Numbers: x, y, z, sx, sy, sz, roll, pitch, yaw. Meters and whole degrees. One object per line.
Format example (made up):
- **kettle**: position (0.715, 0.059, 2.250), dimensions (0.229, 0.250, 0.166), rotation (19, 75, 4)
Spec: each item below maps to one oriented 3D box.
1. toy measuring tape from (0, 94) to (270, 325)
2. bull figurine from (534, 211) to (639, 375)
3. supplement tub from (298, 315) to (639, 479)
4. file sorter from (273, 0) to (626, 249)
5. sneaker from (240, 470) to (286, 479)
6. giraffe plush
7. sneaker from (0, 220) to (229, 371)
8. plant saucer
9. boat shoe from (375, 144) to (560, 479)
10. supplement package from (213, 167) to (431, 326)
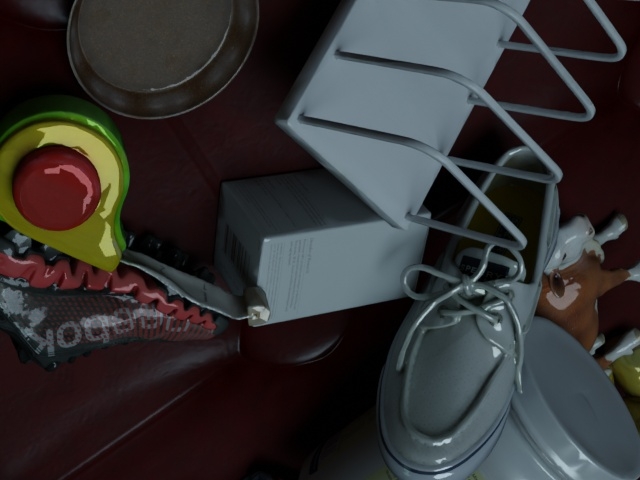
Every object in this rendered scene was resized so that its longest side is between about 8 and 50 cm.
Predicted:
- **toy measuring tape**: position (-0.162, -0.035, 1.019), dimensions (0.330, 0.121, 0.121), rotation (26, 108, -23)
- **bull figurine**: position (0.289, 0.073, 1.415), dimensions (0.188, 0.101, 0.310), rotation (-18, 133, -25)
- **supplement tub**: position (0.160, 0.252, 1.328), dimensions (0.325, 0.235, 0.235), rotation (-39, 137, 26)
- **file sorter**: position (0.135, -0.156, 1.036), dimensions (0.193, 0.173, 0.278), rotation (39, 76, -43)
- **sneaker**: position (-0.048, 0.323, 1.399), dimensions (0.261, 0.104, 0.125), rotation (-7, 124, -27)
- **giraffe plush**: position (0.399, 0.248, 1.591), dimensions (0.181, 0.210, 0.170), rotation (-32, 164, -13)
- **sneaker**: position (-0.209, 0.056, 1.101), dimensions (0.276, 0.097, 0.135), rotation (18, 112, -37)
- **plant saucer**: position (-0.133, -0.181, 1.016), dimensions (0.168, 0.029, 0.168), rotation (-16, 129, -21)
- **boat shoe**: position (0.152, 0.052, 1.158), dimensions (0.367, 0.135, 0.156), rotation (-60, 160, -30)
- **supplement package**: position (0.000, 0.000, 1.181), dimensions (0.179, 0.105, 0.105), rotation (-9, 127, -25)
